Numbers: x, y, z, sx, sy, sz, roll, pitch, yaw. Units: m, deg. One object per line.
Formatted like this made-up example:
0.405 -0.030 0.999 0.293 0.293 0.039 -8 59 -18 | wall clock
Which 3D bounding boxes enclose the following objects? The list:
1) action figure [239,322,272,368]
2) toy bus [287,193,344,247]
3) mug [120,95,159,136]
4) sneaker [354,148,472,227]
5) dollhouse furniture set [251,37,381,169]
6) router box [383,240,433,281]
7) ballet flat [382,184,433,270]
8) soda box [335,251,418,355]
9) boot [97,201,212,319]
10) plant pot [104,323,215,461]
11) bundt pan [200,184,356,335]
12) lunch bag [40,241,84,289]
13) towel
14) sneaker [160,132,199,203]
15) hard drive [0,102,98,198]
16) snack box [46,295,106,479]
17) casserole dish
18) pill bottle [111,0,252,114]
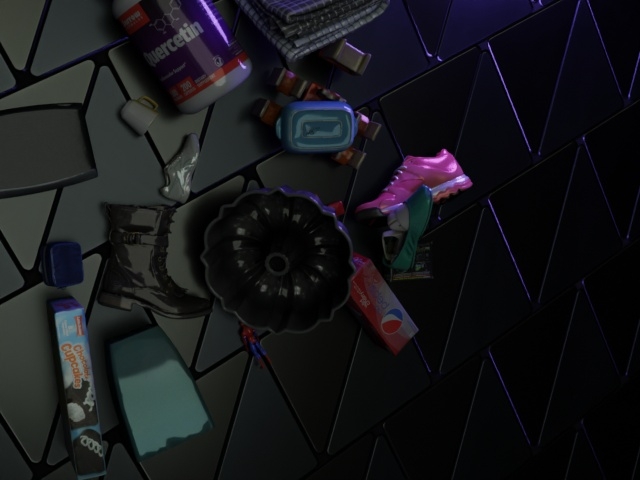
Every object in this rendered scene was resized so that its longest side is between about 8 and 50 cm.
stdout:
-0.151 0.232 1.748 0.038 0.030 0.115 -31 100 -25 | action figure
-0.010 -0.007 1.755 0.202 0.104 0.191 12 89 -24 | toy bus
-0.376 -0.261 1.609 0.064 0.078 0.062 36 111 -13 | mug
0.204 -0.128 1.860 0.314 0.116 0.136 -20 81 -21 | sneaker
0.006 -0.322 1.752 0.262 0.135 0.259 26 94 -23 | dollhouse furniture set
0.214 0.050 1.894 0.122 0.038 0.092 -3 94 -24 | router box
0.187 -0.021 1.758 0.087 0.083 0.247 -2 135 -13 | ballet flat
0.122 0.146 1.799 0.092 0.083 0.263 -46 126 -14 | soda box
-0.334 0.039 1.620 0.263 0.091 0.229 11 89 -22 | boot
-0.349 0.298 1.598 0.165 0.165 0.234 -21 93 -22 | plant pot
-0.079 0.028 1.656 0.330 0.124 0.331 4 111 10 | bundt pan
-0.517 0.051 1.554 0.067 0.065 0.098 -6 95 -39 | lunch bag
-0.022 -0.542 1.655 0.283 0.121 0.235 -30 67 -18 | towel
-0.296 -0.157 1.646 0.061 0.053 0.152 15 88 -21 | sneaker
-0.575 -0.176 1.518 0.254 0.054 0.172 -14 99 -23 | hard drive
-0.479 0.280 1.517 0.060 0.187 0.322 -9 97 -24 | snack box
-0.002 -0.242 1.675 0.188 0.037 0.114 -4 104 -18 | casserole dish
-0.291 -0.428 1.561 0.181 0.181 0.323 -40 108 -17 | pill bottle
